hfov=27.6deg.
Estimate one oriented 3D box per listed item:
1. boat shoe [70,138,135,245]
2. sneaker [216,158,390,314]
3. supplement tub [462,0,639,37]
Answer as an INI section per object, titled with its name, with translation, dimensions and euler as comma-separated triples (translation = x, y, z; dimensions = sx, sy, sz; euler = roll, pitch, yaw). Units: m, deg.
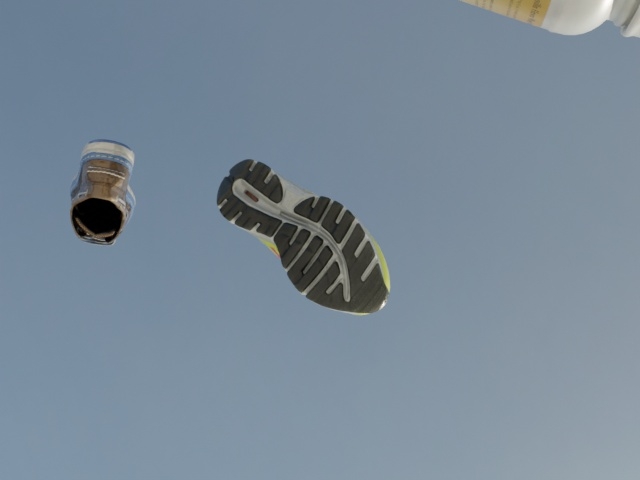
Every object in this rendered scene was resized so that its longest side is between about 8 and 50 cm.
[boat shoe]
translation = -0.220, -0.032, 1.283
dimensions = 0.066, 0.066, 0.183
euler = 10, -24, -4
[sneaker]
translation = 0.000, 0.000, 1.169
dimensions = 0.081, 0.208, 0.094
euler = -51, -38, 5
[supplement tub]
translation = 0.152, -0.297, 1.029
dimensions = 0.316, 0.228, 0.228
euler = 20, -56, 5
